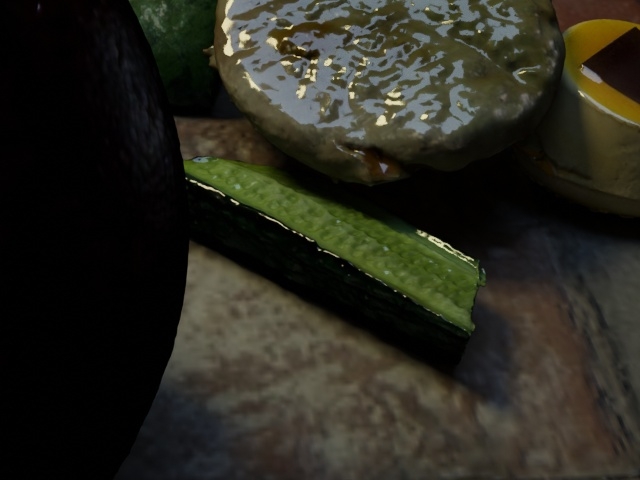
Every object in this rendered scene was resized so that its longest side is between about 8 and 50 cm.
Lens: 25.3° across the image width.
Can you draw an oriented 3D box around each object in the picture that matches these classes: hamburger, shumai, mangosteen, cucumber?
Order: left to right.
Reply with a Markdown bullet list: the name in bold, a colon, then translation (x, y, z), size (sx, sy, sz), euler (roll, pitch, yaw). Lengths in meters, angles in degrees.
- **mangosteen**: translation (-0.194, -0.010, 0.518), size (0.307, 0.307, 0.347), euler (4, 6, -1)
- **cucumber**: translation (0.000, 0.000, 0.717), size (0.220, 0.046, 0.070), euler (29, 39, 29)
- **shumai**: translation (0.029, -0.093, 0.783), size (0.201, 0.120, 0.201), euler (1, 57, -2)
- **hamburger**: translation (0.165, -0.066, 0.800), size (0.141, 0.081, 0.126), euler (24, 40, 7)

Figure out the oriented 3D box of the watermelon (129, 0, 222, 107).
- **watermelon**: translation (-0.154, -0.248, 0.940), size (0.250, 0.283, 0.292), euler (16, 7, -8)
